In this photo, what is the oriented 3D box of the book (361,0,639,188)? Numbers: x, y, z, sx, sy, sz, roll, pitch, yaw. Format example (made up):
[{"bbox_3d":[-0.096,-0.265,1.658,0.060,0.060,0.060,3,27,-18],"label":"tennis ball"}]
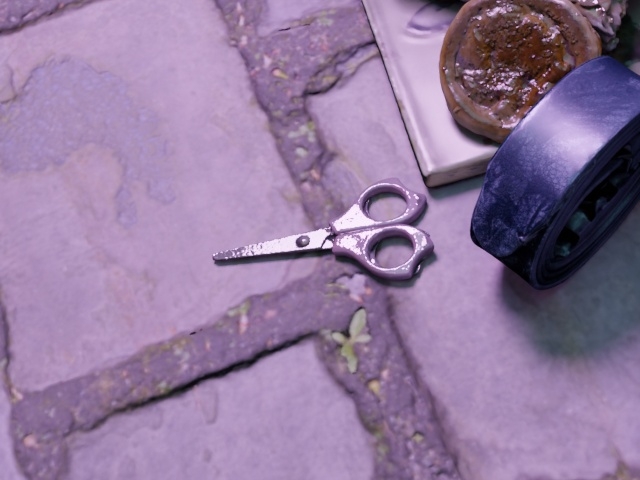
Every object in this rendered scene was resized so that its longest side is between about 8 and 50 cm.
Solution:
[{"bbox_3d":[0.169,-0.236,1.090,0.260,0.043,0.371,-17,58,1],"label":"book"}]

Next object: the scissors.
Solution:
[{"bbox_3d":[0.000,0.000,0.998,0.189,0.015,0.100,-10,57,8],"label":"scissors"}]

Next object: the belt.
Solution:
[{"bbox_3d":[0.193,-0.052,0.914,0.082,0.141,0.190,38,81,30],"label":"belt"}]

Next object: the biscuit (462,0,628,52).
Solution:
[{"bbox_3d":[0.173,-0.249,1.040,0.238,0.062,0.108,26,72,25],"label":"biscuit"}]

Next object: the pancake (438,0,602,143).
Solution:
[{"bbox_3d":[0.162,-0.146,0.981,0.139,0.022,0.140,-1,88,20],"label":"pancake"}]
